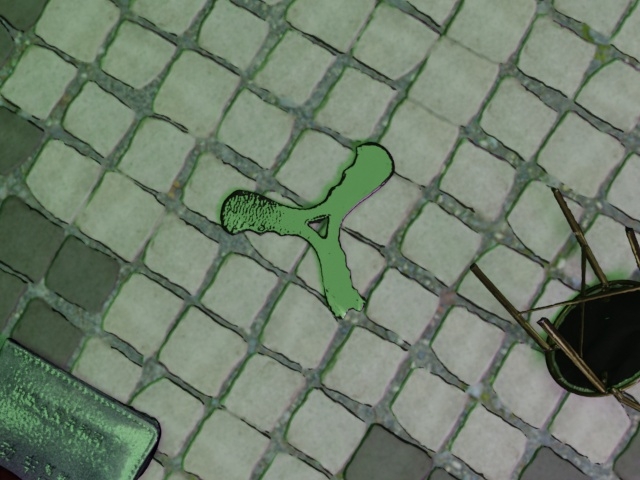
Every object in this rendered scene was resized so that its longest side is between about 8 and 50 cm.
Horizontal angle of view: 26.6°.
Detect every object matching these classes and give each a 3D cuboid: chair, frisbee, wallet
[{"bbox_3d":[0.315,0.110,1.453,0.160,0.170,0.326,-46,127,-3],"label":"chair"},{"bbox_3d":[0.000,0.000,1.545,0.211,0.012,0.187,-16,86,3],"label":"frisbee"},{"bbox_3d":[-0.304,0.232,1.542,0.222,0.036,0.167,30,89,6],"label":"wallet"}]

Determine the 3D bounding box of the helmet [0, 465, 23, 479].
[{"bbox_3d":[-0.410,0.377,1.446,0.337,0.230,0.385,27,107,8],"label":"helmet"}]
